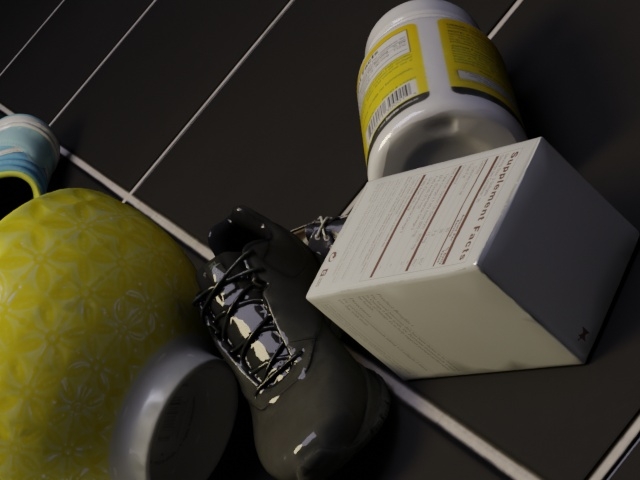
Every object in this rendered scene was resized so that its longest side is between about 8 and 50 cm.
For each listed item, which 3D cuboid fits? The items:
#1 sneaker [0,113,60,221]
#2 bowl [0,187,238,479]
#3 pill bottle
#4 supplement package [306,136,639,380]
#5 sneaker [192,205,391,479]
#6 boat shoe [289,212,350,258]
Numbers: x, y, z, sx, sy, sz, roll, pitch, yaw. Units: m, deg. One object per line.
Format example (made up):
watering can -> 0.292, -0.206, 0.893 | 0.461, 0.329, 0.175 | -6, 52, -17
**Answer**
sneaker -> -0.470, -0.015, 2.013 | 0.319, 0.127, 0.208 | -43, 23, 15
bowl -> -0.156, 0.117, 1.184 | 0.156, 0.289, 0.289 | 19, 65, 27
pill bottle -> 0.089, -0.098, 1.195 | 0.119, 0.119, 0.208 | -39, 25, 20
supplement package -> 0.097, 0.017, 1.026 | 0.179, 0.105, 0.105 | -12, 43, 53
sneaker -> -0.036, 0.074, 1.138 | 0.109, 0.130, 0.286 | -41, 26, 11
boat shoe -> 0.000, 0.000, 1.297 | 0.125, 0.038, 0.046 | -23, 35, 45
